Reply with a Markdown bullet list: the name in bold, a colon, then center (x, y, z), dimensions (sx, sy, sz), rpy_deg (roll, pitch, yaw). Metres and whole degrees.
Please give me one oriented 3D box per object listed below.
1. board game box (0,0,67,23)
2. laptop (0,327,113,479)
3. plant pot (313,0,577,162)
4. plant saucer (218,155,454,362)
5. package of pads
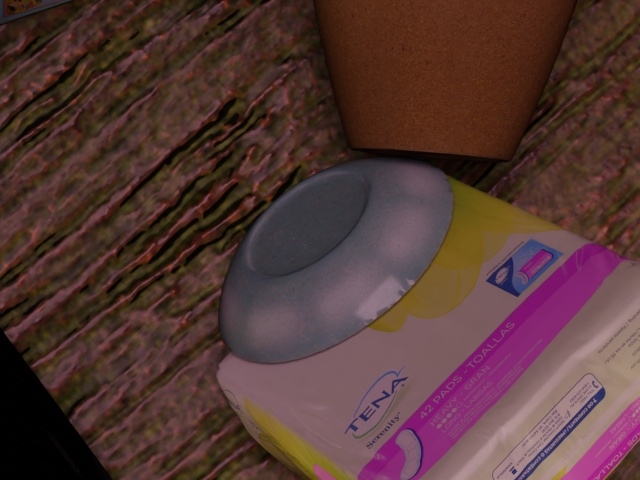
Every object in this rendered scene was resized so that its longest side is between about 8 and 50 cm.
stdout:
- **board game box**: center (-0.293, -0.234, 1.361), dimensions (0.275, 0.144, 0.142), rpy_deg (-19, 77, -5)
- **laptop**: center (-0.365, 0.101, 1.167), dimensions (0.236, 0.408, 0.382), rpy_deg (-39, 77, 4)
- **plant pot**: center (0.087, -0.186, 1.326), dimensions (0.237, 0.237, 0.254), rpy_deg (5, 90, 1)
- **plant saucer**: center (0.000, 0.000, 1.292), dimensions (0.195, 0.195, 0.037), rpy_deg (-44, 121, -10)
- **package of pads**: center (0.083, 0.086, 1.227), dimensions (0.229, 0.296, 0.101), rpy_deg (-45, 121, -10)
